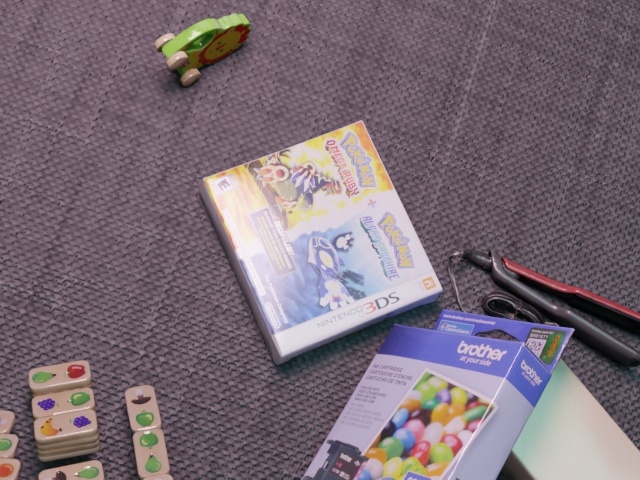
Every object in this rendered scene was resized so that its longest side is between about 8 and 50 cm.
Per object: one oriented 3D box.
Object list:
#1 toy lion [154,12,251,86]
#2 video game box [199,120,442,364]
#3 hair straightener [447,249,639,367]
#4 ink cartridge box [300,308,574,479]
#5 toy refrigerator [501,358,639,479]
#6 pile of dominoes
[{"bbox_3d":[-0.118,-0.207,1.374,0.096,0.100,0.034,-34,79,1],"label":"toy lion"},{"bbox_3d":[0.000,0.000,1.356,0.187,0.048,0.205,-21,78,-18],"label":"video game box"},{"bbox_3d":[0.232,0.077,1.372,0.230,0.047,0.089,27,70,-1],"label":"hair straightener"},{"bbox_3d":[0.093,0.186,1.244,0.065,0.186,0.311,47,66,-30],"label":"ink cartridge box"},{"bbox_3d":[0.265,0.243,1.305,0.102,0.094,0.269,-38,81,-14],"label":"toy refrigerator"},{"bbox_3d":[-0.233,0.211,1.182,0.196,0.040,0.251,-9,39,-11],"label":"pile of dominoes"}]
